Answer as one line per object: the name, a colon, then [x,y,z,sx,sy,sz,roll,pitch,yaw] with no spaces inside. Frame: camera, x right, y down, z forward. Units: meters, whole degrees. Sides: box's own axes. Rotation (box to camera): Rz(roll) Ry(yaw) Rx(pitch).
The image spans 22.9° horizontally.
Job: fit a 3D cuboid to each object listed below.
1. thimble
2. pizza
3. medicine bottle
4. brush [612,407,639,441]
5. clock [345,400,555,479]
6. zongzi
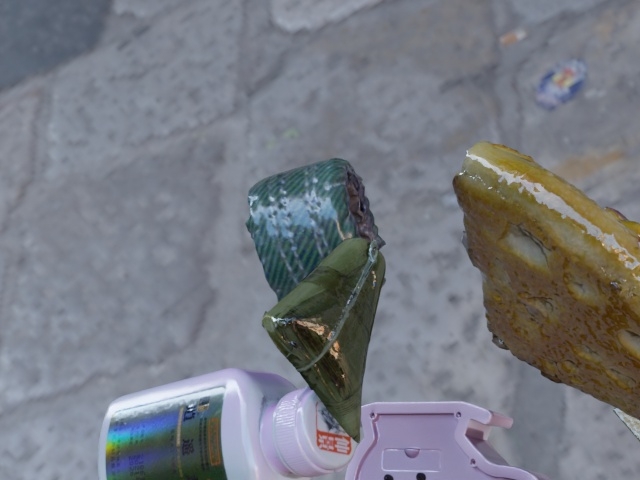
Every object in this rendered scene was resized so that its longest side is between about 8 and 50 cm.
thimble: [-0.001,0.000,1.347,0.090,0.135,0.118,-15,44,13]
pizza: [0.274,0.064,1.557,0.114,0.409,0.278,-47,4,-21]
medicine bottle: [-0.072,0.158,1.186,0.219,0.078,0.115,-18,68,39]
brush: [0.512,0.288,2.179,0.103,0.047,0.233,-38,48,2]
clock: [0.172,0.345,2.077,0.290,0.080,0.275,-8,74,32]
zongzi: [0.026,0.066,1.108,0.104,0.113,0.052,-43,13,-22]
